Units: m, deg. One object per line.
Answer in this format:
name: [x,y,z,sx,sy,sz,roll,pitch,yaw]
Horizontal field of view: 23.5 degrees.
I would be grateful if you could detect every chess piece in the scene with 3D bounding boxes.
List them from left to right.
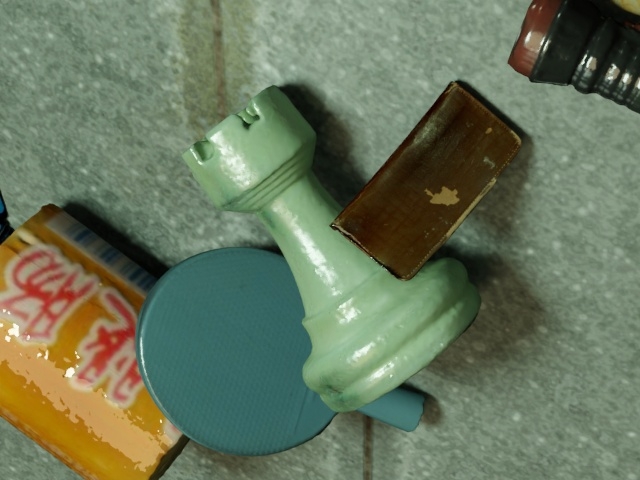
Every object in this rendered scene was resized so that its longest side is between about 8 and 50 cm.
chess piece: [0.000,0.000,1.497,0.194,0.194,0.299,-34,95,42]

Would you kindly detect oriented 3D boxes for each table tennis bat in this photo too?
table tennis bat: [-0.039,0.130,1.614,0.329,0.215,0.044,22,166,-20]

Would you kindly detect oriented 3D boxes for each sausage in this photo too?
sausage: [-0.251,0.128,1.697,0.287,0.233,0.233,37,134,-1]

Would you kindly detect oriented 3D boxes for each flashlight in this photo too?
flashlight: [0.277,-0.138,1.291,0.232,0.093,0.093,24,133,7]

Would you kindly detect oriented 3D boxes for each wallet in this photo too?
wallet: [0.099,-0.052,1.416,0.095,0.176,0.026,39,175,0]

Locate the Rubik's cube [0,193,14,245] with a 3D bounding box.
Rubik's cube: [-0.463,-0.074,1.715,0.284,0.250,0.234,34,115,9]

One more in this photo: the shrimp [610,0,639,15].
shrimp: [0.260,-0.255,1.247,0.095,0.045,0.162,29,143,36]
